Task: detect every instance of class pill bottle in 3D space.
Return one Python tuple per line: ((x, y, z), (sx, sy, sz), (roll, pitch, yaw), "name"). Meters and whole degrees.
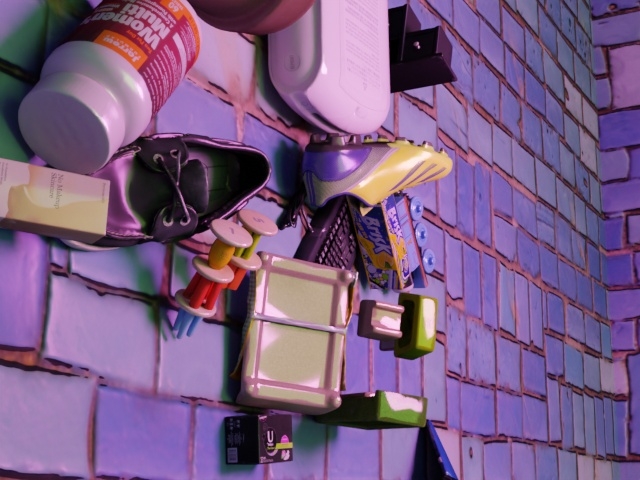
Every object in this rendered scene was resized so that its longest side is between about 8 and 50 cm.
((-0.217, -0.173, 1.138), (0.121, 0.121, 0.221), (65, 32, -31), "pill bottle")

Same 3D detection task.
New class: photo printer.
((0.017, -0.315, 1.637), (0.256, 0.107, 0.308), (17, 69, -61), "photo printer")

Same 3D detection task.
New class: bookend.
((0.154, -0.340, 1.856), (0.072, 0.157, 0.156), (47, 45, -49), "bookend")

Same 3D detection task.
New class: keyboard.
((0.000, 0.000, 1.616), (0.202, 0.033, 0.317), (64, 32, -31), "keyboard")

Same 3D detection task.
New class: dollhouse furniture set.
((-0.006, 0.145, 1.503), (0.301, 0.151, 0.198), (14, 75, -30), "dollhouse furniture set")

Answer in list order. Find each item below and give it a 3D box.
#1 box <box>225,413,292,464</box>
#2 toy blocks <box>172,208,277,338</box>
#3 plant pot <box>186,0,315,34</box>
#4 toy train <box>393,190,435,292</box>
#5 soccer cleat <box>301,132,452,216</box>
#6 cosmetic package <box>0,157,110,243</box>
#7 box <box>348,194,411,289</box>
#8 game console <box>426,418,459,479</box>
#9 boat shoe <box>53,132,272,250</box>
((-0.077, 0.252, 1.382), (0.083, 0.052, 0.062), (14, 72, -60), "box")
((-0.119, 0.043, 1.287), (0.148, 0.054, 0.123), (-61, 165, 21), "toy blocks")
((-0.140, -0.375, 1.237), (0.229, 0.263, 0.263), (-4, 87, -46), "plant pot")
((0.132, 0.004, 1.824), (0.105, 0.080, 0.184), (-39, 120, -49), "toy train")
((0.084, -0.097, 1.634), (0.289, 0.093, 0.121), (-2, 99, -43), "soccer cleat")
((-0.264, -0.037, 1.046), (0.115, 0.041, 0.060), (9, 73, -31), "cosmetic package")
((0.095, -0.004, 1.723), (0.054, 0.059, 0.169), (-61, 143, -48), "box")
((0.200, 0.509, 1.885), (0.250, 0.173, 0.293), (-40, 124, -22), "game console")
((-0.163, -0.061, 1.223), (0.340, 0.113, 0.127), (-7, 92, -63), "boat shoe")
